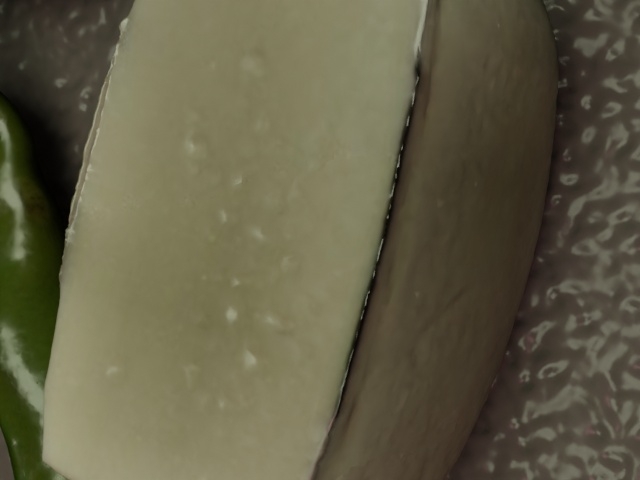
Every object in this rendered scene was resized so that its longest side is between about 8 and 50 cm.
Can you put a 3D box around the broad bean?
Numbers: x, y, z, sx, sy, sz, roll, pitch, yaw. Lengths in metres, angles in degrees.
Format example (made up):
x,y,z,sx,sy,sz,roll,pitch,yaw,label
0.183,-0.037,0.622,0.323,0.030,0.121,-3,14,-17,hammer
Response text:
x,y,z,sx,sy,sz,roll,pitch,yaw,label
-0.143,0.039,0.660,0.056,0.098,0.318,-26,92,54,broad bean

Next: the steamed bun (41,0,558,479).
x,y,z,sx,sy,sz,roll,pitch,yaw,label
0.000,0.000,0.554,0.146,0.164,0.242,17,98,26,steamed bun
